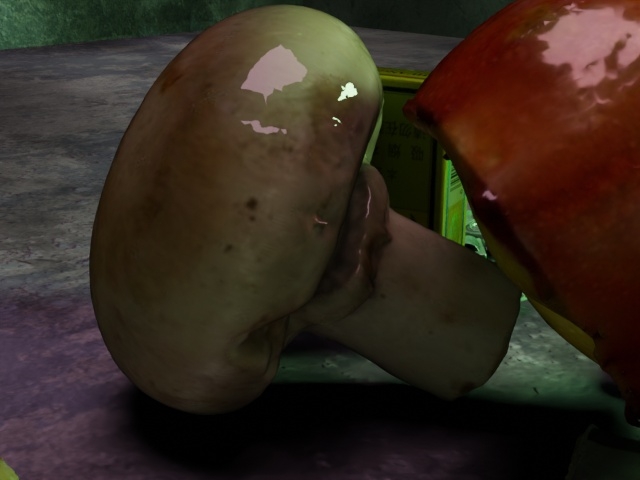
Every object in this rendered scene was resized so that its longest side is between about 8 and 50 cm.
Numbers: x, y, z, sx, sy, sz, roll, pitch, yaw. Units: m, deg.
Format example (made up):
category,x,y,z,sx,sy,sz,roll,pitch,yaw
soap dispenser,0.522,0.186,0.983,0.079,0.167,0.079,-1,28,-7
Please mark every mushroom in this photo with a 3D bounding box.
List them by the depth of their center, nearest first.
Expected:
category,x,y,z,sx,sy,sz,roll,pitch,yaw
mushroom,0.000,0.000,0.732,0.290,0.292,0.292,24,18,0

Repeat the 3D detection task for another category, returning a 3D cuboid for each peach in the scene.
category,x,y,z,sx,sy,sz,roll,pitch,yaw
peach,0.183,-0.023,0.659,0.338,0.281,0.281,-9,20,-39

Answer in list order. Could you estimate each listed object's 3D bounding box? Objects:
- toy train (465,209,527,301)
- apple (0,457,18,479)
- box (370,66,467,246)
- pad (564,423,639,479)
category,x,y,z,sx,sy,sz,roll,pitch,yaw
toy train,0.144,0.013,1.014,0.105,0.071,0.178,-5,15,5
apple,-0.082,0.166,0.373,0.158,0.147,0.156,16,-13,12
box,0.048,-0.031,0.889,0.141,0.220,0.064,9,18,27
pad,0.252,0.167,0.605,0.233,0.022,0.174,9,17,18
